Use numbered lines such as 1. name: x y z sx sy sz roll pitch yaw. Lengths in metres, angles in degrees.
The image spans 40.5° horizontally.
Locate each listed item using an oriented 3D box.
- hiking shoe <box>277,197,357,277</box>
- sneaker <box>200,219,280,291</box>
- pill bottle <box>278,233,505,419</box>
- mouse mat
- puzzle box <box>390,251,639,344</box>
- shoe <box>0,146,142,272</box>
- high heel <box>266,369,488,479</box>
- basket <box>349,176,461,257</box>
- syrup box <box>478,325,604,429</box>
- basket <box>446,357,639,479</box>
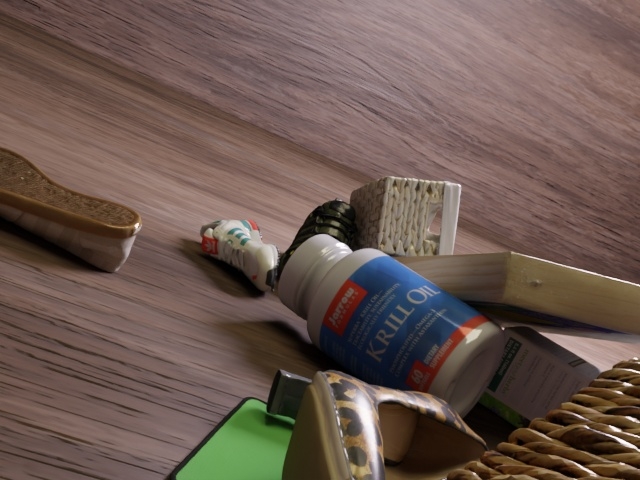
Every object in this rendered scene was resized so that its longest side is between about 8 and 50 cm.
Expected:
1. hiking shoe: 0.000 0.000 1.142 0.086 0.114 0.227 23 11 -9
2. sneaker: -0.101 0.016 1.033 0.075 0.057 0.161 3 21 -21
3. pill bottle: 0.064 0.084 0.885 0.222 0.124 0.124 32 12 30
4. mouse mat: -0.012 0.172 0.616 0.153 0.007 0.190 28 10 7
5. puzzle box: 0.224 0.070 1.038 0.272 0.052 0.409 14 -7 -21
6. shoe: -0.282 -0.033 0.843 0.219 0.058 0.076 23 31 5
7. high heel: 0.067 0.154 0.600 0.186 0.093 0.261 18 3 -10
8. basket: 0.105 -0.023 1.174 0.103 0.113 0.167 10 -7 -16
9. syrup box: 0.300 0.196 0.976 0.237 0.093 0.096 32 11 27
10. basket: 0.240 0.201 0.466 0.223 0.213 0.299 -21 9 -35
